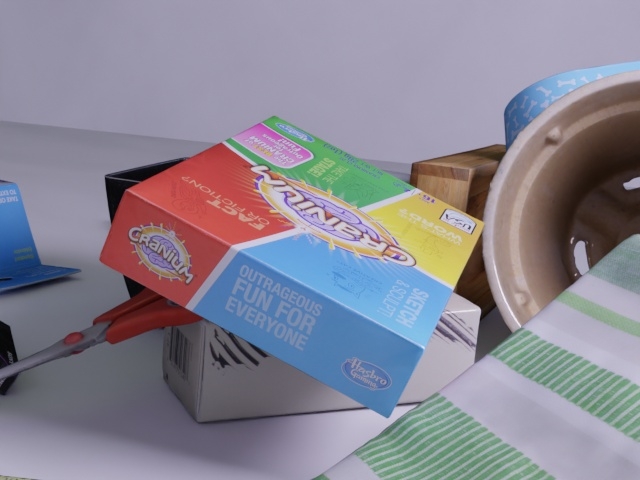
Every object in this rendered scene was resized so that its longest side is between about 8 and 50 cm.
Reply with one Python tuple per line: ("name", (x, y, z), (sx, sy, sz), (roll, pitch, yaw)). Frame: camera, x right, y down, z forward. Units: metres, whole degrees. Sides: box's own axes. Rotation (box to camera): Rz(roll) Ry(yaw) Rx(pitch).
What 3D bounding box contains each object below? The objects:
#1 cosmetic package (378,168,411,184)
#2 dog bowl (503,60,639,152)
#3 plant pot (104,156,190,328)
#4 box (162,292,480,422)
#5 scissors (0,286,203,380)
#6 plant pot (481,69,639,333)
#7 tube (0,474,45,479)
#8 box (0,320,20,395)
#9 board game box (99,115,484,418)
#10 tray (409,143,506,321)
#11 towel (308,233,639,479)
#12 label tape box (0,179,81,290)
("cosmetic package", (0.037, -0.008, 1.170), (0.183, 0.152, 0.151), (12, 16, 23))
("dog bowl", (0.360, -0.152, 1.149), (0.297, 0.074, 0.166), (-9, -19, -10))
("plant pot", (-0.115, 0.009, 1.047), (0.187, 0.167, 0.188), (10, 15, 18))
("box", (0.002, 0.095, 0.868), (0.275, 0.094, 0.113), (-1, 15, -27))
("scissors", (-0.174, 0.075, 0.746), (0.297, 0.021, 0.109), (-29, 29, -36))
("plant pot", (0.374, 0.004, 1.063), (0.333, 0.334, 0.305), (10, 0, 20))
("tube", (-0.180, 0.164, 0.542), (0.240, 0.062, 0.070), (4, -30, 15))
("box", (-0.336, 0.063, 0.809), (0.162, 0.029, 0.116), (39, -1, -28))
("board game box", (0.000, 0.000, 0.798), (0.242, 0.064, 0.316), (27, 23, 7))
("tray", (0.198, -0.011, 1.218), (0.076, 0.203, 0.411), (9, 12, 21))
("towel", (0.163, 0.112, 0.585), (0.324, 0.038, 0.248), (-36, 24, -14))
("label tape box", (-0.503, -0.021, 1.148), (0.347, 0.115, 0.249), (10, 12, 26))
